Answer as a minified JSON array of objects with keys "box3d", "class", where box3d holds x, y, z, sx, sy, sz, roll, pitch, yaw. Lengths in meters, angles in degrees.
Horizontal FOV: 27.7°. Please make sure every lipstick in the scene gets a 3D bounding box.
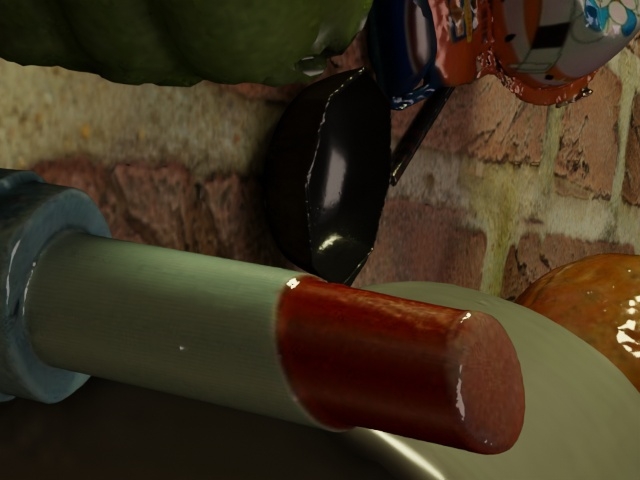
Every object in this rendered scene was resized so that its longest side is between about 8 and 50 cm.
[{"box3d":[-0.075,0.016,0.376,0.061,0.274,0.068,-48,140,-51],"class":"lipstick"}]

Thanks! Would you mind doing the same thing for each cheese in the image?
[{"box3d":[0.151,-0.192,0.978,0.329,0.129,0.217,-26,118,-40],"class":"cheese"}]

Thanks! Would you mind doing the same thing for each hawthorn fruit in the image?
[{"box3d":[0.257,0.154,1.183,0.298,0.277,0.277,-13,111,-43],"class":"hawthorn fruit"}]

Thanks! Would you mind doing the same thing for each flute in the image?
[{"box3d":[0.104,-0.128,1.029,0.269,0.014,0.014,-57,146,-42],"class":"flute"}]

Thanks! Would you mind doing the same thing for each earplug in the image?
[{"box3d":[0.028,0.176,0.614,0.394,0.312,0.312,-13,110,-65],"class":"earplug"}]

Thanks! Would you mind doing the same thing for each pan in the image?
[{"box3d":[-0.006,-0.004,0.790,0.128,0.048,0.202,40,60,-61],"class":"pan"}]

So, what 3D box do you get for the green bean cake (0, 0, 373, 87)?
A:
[{"box3d":[-0.067,-0.163,0.426,0.113,0.200,0.214,69,33,-62],"class":"green bean cake"}]
